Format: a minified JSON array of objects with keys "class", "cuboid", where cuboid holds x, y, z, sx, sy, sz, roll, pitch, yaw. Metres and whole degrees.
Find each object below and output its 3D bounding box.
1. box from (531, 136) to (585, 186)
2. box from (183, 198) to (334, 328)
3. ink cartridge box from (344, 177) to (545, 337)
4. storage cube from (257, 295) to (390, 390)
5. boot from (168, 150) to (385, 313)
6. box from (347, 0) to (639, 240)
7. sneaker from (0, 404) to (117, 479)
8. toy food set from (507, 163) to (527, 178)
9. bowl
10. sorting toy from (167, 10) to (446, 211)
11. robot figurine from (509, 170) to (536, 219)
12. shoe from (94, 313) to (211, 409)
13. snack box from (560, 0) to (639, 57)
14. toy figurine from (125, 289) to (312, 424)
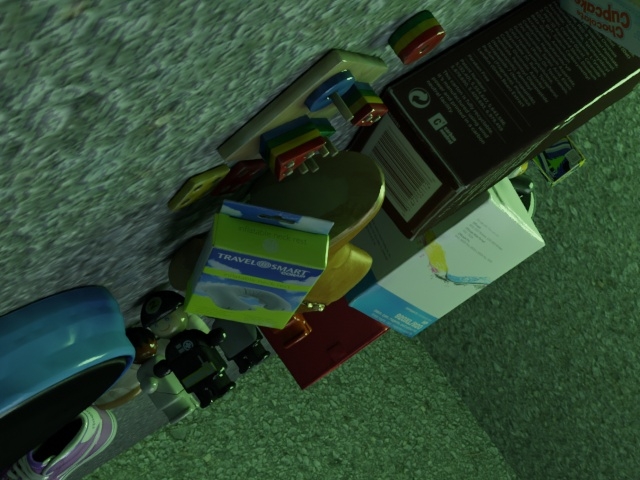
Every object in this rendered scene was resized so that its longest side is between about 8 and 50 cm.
[{"class":"box","cuboid":[0.272,-0.153,1.343,0.054,0.169,0.059,-37,172,8]},{"class":"box","cuboid":[-0.062,0.028,0.981,0.109,0.042,0.178,11,152,-12]},{"class":"ink cartridge box","cuboid":[0.140,-0.019,1.369,0.232,0.171,0.168,-37,141,19]},{"class":"storage cube","cuboid":[0.012,0.109,1.748,0.215,0.193,0.183,-37,173,21]},{"class":"boot","cuboid":[0.000,0.001,1.115,0.295,0.104,0.211,-27,156,33]},{"class":"box","cuboid":[0.231,-0.170,1.177,0.381,0.143,0.191,-35,173,-20]},{"class":"sneaker","cuboid":[-0.459,0.361,1.616,0.282,0.102,0.161,-46,170,-1]},{"class":"toy food set","cuboid":[0.174,-0.090,1.495,0.232,0.111,0.104,-21,179,34]},{"class":"bowl","cuboid":[-0.356,0.189,1.015,0.391,0.077,0.391,-35,173,-5]},{"class":"sorting toy","cuboid":[-0.010,-0.096,0.890,0.274,0.046,0.132,-38,173,20]},{"class":"robot figurine","cuboid":[0.277,-0.064,1.829,0.209,0.174,0.278,-38,-174,-15]},{"class":"shoe","cuboid":[-0.256,0.176,1.523,0.219,0.058,0.076,-33,-166,14]},{"class":"snack box","cuboid":[0.435,-0.297,1.081,0.322,0.187,0.060,-33,143,-17]},{"class":"toy figurine","cuboid":[-0.143,0.117,1.316,0.213,0.148,0.209,-34,179,-32]}]
